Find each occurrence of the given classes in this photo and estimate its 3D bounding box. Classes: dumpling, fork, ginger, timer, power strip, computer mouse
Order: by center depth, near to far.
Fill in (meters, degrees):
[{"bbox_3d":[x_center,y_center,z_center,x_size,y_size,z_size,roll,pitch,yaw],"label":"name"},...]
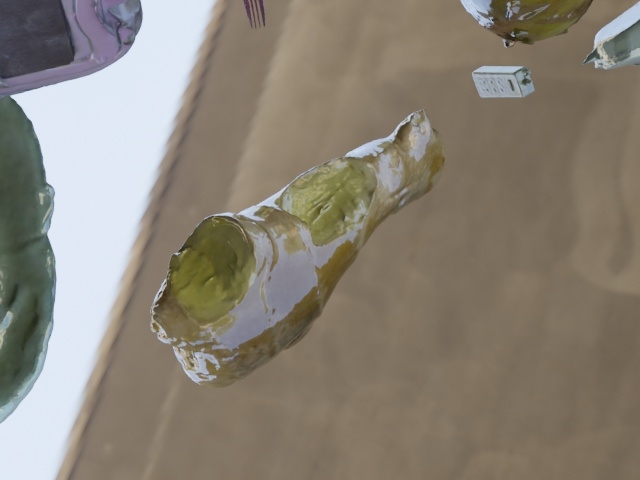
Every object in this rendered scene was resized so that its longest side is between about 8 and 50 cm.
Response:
[{"bbox_3d":[0.000,0.000,1.253,0.086,0.131,0.294,24,-140,30],"label":"ginger"},{"bbox_3d":[-0.223,-0.166,1.272,0.191,0.208,0.069,-13,-115,-1],"label":"timer"},{"bbox_3d":[-0.059,-0.208,1.335,0.016,0.115,0.012,-15,-160,8],"label":"fork"},{"bbox_3d":[-0.351,0.014,1.552,0.212,0.320,0.270,-41,-176,-39],"label":"dumpling"},{"bbox_3d":[0.167,-0.145,1.694,0.017,0.027,0.083,-32,-162,-22],"label":"power strip"},{"bbox_3d":[0.329,-0.207,1.758,0.182,0.056,0.089,-36,-172,-3],"label":"computer mouse"}]

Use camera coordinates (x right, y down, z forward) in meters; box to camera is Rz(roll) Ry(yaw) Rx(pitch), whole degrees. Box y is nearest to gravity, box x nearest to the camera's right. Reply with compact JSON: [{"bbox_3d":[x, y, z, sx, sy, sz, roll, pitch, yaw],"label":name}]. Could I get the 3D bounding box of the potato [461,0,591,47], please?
[{"bbox_3d":[0.178,-0.270,1.498,0.141,0.298,0.176,25,-110,13],"label":"potato"}]
